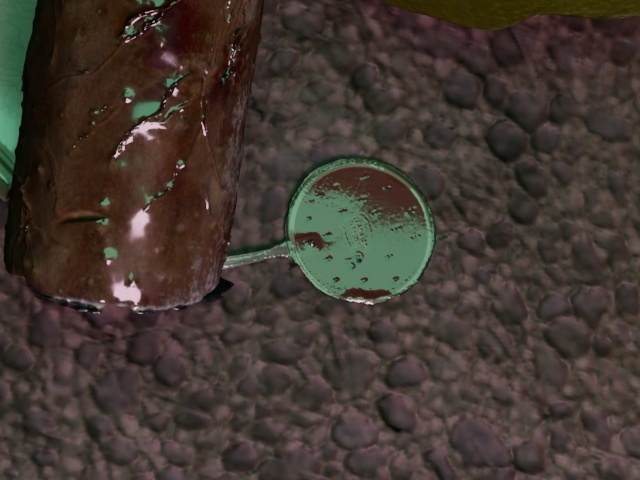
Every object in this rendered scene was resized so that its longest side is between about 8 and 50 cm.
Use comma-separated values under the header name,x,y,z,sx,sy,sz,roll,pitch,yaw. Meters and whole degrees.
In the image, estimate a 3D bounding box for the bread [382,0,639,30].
name,x,y,z,sx,sy,sz,roll,pitch,yaw
bread,0.127,-0.305,1.068,0.366,0.129,0.382,30,81,17

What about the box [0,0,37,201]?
name,x,y,z,sx,sy,sz,roll,pitch,yaw
box,-0.136,-0.125,1.072,0.198,0.029,0.109,-42,86,-17

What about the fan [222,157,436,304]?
name,x,y,z,sx,sy,sz,roll,pitch,yaw
fan,0.000,0.000,1.075,0.133,0.005,0.085,-14,80,-14

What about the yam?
name,x,y,z,sx,sy,sz,roll,pitch,yaw
yam,-0.088,-0.108,0.984,0.131,0.131,0.280,8,96,-7
